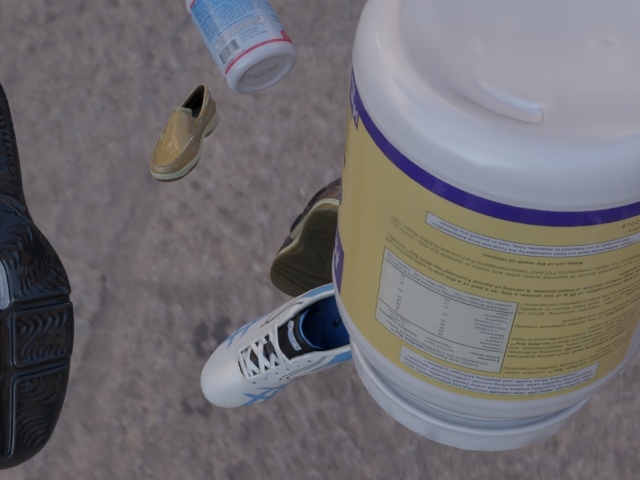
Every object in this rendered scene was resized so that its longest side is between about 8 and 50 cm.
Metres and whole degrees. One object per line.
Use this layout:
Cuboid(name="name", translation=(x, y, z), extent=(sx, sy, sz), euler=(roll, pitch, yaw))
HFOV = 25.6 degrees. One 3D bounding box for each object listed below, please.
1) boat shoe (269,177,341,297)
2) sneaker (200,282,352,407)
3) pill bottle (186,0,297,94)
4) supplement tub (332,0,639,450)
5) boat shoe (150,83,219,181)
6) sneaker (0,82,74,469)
Cuboid(name="boat shoe", translation=(-0.001, -0.001, 1.779), extent=(0.080, 0.223, 0.073), euler=(27, 56, -3))
Cuboid(name="sneaker", translation=(-0.032, 0.100, 1.391), extent=(0.237, 0.086, 0.085), euler=(-28, 73, 26))
Cuboid(name="pill bottle", translation=(-0.097, -0.251, 1.587), extent=(0.087, 0.087, 0.160), euler=(-27, 72, -3))
Cuboid(name="supplement tub", translation=(0.132, -0.025, 0.992), extent=(0.241, 0.331, 0.241), euler=(2, 50, -3))
Cuboid(name="boat shoe", translation=(-0.200, -0.160, 2.019), extent=(0.068, 0.072, 0.190), euler=(5, 39, 12))
Cuboid(name="sneaker", translation=(-0.391, 0.024, 1.573), extent=(0.169, 0.257, 0.447), euler=(-10, 91, -20))
